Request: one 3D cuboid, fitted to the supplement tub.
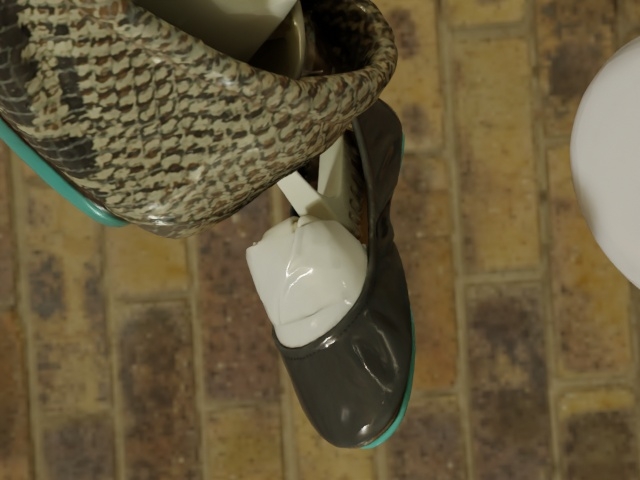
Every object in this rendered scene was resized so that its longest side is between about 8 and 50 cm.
[{"bbox_3d":[0.357,-0.102,0.941,0.316,0.228,0.228,-36,-48,-40],"label":"supplement tub"}]

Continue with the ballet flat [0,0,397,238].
[{"bbox_3d":[-0.133,-0.164,0.366,0.483,0.182,0.164,38,-147,-43],"label":"ballet flat"}]

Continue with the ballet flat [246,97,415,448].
[{"bbox_3d":[0.000,0.000,0.788,0.096,0.095,0.280,37,-145,-32],"label":"ballet flat"}]
